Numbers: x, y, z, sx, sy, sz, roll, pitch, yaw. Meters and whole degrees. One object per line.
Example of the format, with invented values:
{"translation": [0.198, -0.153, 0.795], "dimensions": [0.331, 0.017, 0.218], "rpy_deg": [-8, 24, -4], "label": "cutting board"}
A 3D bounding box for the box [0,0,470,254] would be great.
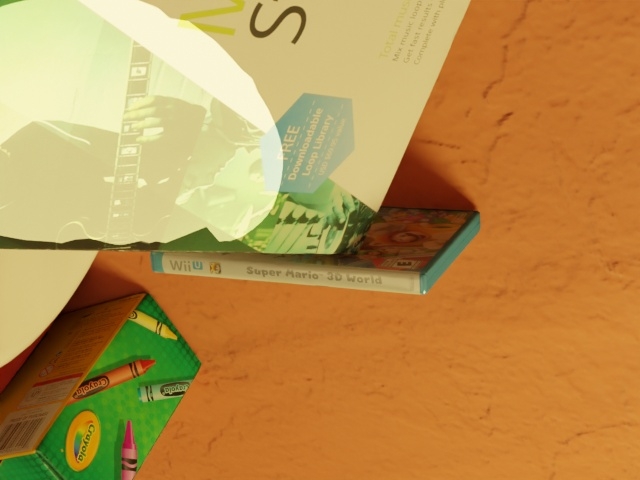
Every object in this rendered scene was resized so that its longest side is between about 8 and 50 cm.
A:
{"translation": [-0.075, -0.103, 0.508], "dimensions": [0.058, 0.322, 0.232], "rpy_deg": [48, 125, 43], "label": "box"}

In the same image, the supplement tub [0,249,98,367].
{"translation": [-0.293, -0.087, 0.675], "dimensions": [0.331, 0.241, 0.241], "rpy_deg": [23, 132, 7], "label": "supplement tub"}

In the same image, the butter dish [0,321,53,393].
{"translation": [-0.284, 0.052, 0.862], "dimensions": [0.160, 0.160, 0.118], "rpy_deg": [33, 155, -1], "label": "butter dish"}

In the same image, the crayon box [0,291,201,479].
{"translation": [-0.244, 0.145, 0.885], "dimensions": [0.278, 0.165, 0.081], "rpy_deg": [-16, 119, 33], "label": "crayon box"}

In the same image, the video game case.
{"translation": [0.000, 0.000, 0.693], "dimensions": [0.166, 0.119, 0.015], "rpy_deg": [4, 109, 22], "label": "video game case"}
